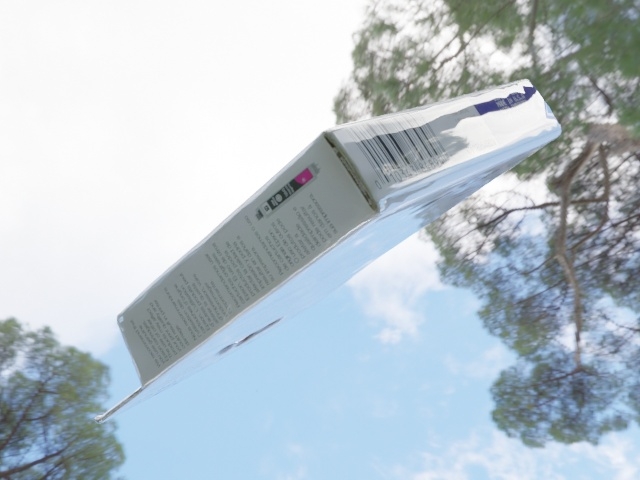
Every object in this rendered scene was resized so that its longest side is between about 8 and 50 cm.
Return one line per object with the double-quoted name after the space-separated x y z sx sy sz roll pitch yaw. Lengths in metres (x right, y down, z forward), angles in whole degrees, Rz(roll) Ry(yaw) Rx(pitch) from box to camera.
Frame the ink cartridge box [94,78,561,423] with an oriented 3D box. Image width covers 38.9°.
0.000 0.000 0.736 0.330 0.324 0.071 -36 -97 35 "ink cartridge box"
